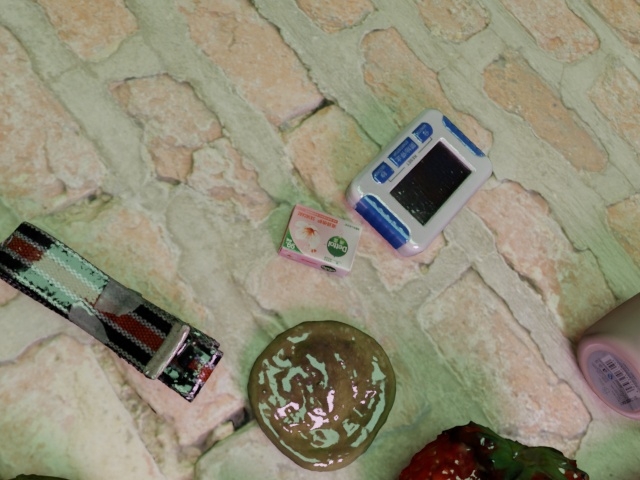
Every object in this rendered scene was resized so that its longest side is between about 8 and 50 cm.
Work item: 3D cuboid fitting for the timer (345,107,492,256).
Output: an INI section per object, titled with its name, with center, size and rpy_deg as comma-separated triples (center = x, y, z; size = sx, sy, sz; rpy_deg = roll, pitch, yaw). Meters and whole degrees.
[timer]
center = 0.179, -0.106, 1.016
size = 0.178, 0.078, 0.253
rpy_deg = 45, 68, 1

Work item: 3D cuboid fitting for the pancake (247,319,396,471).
[pancake]
center = 0.008, 0.237, 0.867
size = 0.242, 0.050, 0.242
rpy_deg = 4, 71, -12

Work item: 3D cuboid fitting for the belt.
[belt]
center = -0.308, 0.099, 0.803
size = 0.359, 0.126, 0.094
rpy_deg = 32, 76, 4

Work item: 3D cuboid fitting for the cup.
[cup]
center = 0.584, 0.220, 0.957
size = 0.200, 0.191, 0.253
rpy_deg = -24, 95, -18

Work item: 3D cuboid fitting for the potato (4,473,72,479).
[potato]
center = -0.328, 0.397, 0.673
size = 0.253, 0.148, 0.186
rpy_deg = 32, 65, -2

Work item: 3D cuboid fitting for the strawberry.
[strawberry]
center = 0.233, 0.413, 0.781
size = 0.239, 0.250, 0.288
rpy_deg = 18, 93, -32

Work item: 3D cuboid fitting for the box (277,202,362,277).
[box]
center = 0.000, 0.000, 0.950
size = 0.125, 0.043, 0.089
rpy_deg = 19, 68, -7
